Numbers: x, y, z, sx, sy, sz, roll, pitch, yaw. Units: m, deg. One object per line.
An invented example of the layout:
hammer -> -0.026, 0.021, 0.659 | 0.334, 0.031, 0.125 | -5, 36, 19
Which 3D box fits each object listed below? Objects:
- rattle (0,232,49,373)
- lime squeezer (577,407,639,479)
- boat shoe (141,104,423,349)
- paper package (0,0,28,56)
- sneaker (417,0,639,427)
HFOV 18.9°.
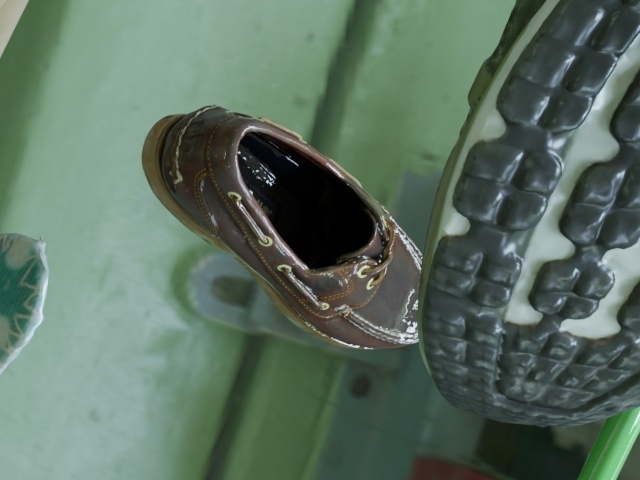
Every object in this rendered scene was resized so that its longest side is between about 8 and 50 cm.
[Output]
rattle -> -0.127, 0.087, 0.410 | 0.130, 0.143, 0.199 | 6, 69, -2
lime squeezer -> 0.099, 0.219, 0.804 | 0.110, 0.059, 0.310 | 1, 89, -22
boat shoe -> 0.000, 0.000, 0.992 | 0.207, 0.073, 0.073 | 34, 66, -39
paper package -> -0.403, -0.253, 1.649 | 0.325, 0.310, 0.168 | -78, 153, -50
sneaker -> 0.134, -0.126, 0.726 | 0.158, 0.182, 0.410 | 15, 106, -16
